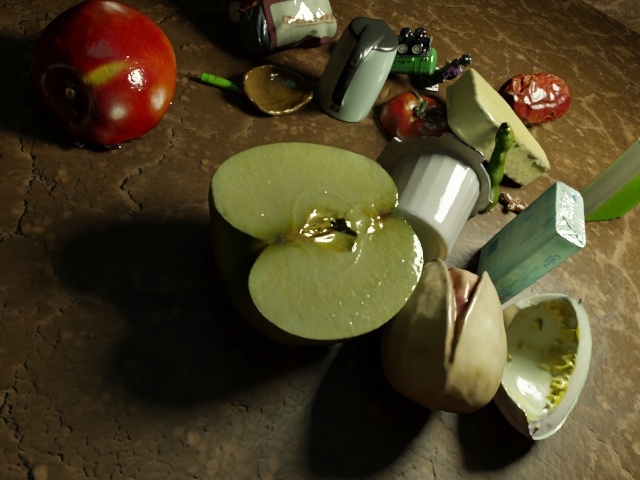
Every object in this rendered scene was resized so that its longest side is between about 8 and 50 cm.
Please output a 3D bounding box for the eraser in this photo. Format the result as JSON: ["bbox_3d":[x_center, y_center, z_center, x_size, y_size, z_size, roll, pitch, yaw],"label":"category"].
[{"bbox_3d":[0.893,-0.171,1.454,0.210,0.274,0.092,-5,56,-29],"label":"eraser"}]

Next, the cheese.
[{"bbox_3d":[0.474,-0.352,1.438,0.384,0.104,0.383,32,35,-26],"label":"cheese"}]

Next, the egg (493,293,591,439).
[{"bbox_3d":[0.407,0.231,0.992,0.206,0.162,0.270,25,82,-38],"label":"egg"}]

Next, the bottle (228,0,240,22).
[{"bbox_3d":[-0.171,-0.687,1.498,0.217,0.060,0.060,-28,70,-40],"label":"bottle"}]

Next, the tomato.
[{"bbox_3d":[0.285,-0.339,1.416,0.228,0.101,0.227,11,53,-15],"label":"tomato"}]

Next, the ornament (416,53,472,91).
[{"bbox_3d":[0.393,-0.516,1.537,0.081,0.203,0.088,1,90,-31],"label":"ornament"}]

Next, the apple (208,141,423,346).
[{"bbox_3d":[0.000,0.000,0.895,0.361,0.319,0.312,-12,23,-31],"label":"apple"}]

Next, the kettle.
[{"bbox_3d":[0.089,-0.433,1.300,0.161,0.236,0.221,33,48,0],"label":"kettle"}]

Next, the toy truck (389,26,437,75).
[{"bbox_3d":[0.226,-0.559,1.512,0.243,0.125,0.101,8,50,11],"label":"toy truck"}]

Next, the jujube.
[{"bbox_3d":[0.706,-0.468,1.677,0.251,0.174,0.174,-14,61,-20],"label":"jujube"}]

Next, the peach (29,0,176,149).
[{"bbox_3d":[-0.416,-0.371,1.038,0.258,0.201,0.361,32,47,1],"label":"peach"}]

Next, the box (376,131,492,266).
[{"bbox_3d":[0.200,-0.076,1.106,0.291,0.262,0.206,8,52,31],"label":"box"}]

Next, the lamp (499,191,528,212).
[{"bbox_3d":[0.539,-0.102,1.398,0.083,0.031,0.063,5,54,-27],"label":"lamp"}]

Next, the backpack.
[{"bbox_3d":[-0.116,-0.677,1.376,0.283,0.197,0.317,-28,108,-38],"label":"backpack"}]

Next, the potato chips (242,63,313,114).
[{"bbox_3d":[-0.114,-0.381,1.290,0.150,0.049,0.202,45,47,6],"label":"potato chips"}]

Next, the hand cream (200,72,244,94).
[{"bbox_3d":[-0.237,-0.389,1.257,0.122,0.023,0.036,13,47,-21],"label":"hand cream"}]

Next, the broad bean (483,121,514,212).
[{"bbox_3d":[0.446,-0.184,1.282,0.052,0.256,0.052,12,35,11],"label":"broad bean"}]

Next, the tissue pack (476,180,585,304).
[{"bbox_3d":[0.457,0.014,1.111,0.089,0.263,0.177,29,48,-6],"label":"tissue pack"}]

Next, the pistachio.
[{"bbox_3d":[0.222,0.169,0.902,0.230,0.230,0.308,29,48,-2],"label":"pistachio"}]
